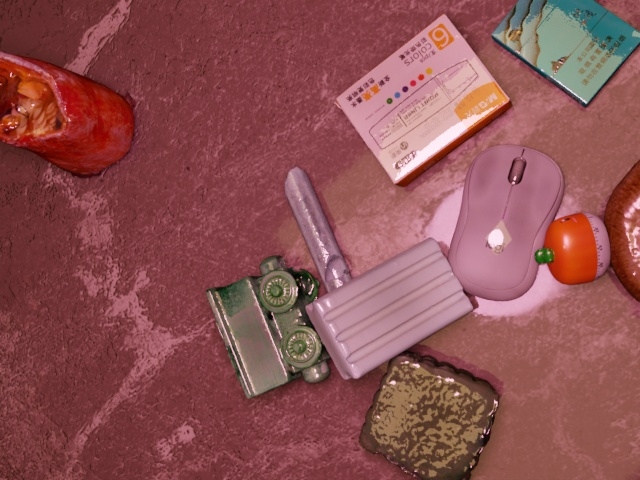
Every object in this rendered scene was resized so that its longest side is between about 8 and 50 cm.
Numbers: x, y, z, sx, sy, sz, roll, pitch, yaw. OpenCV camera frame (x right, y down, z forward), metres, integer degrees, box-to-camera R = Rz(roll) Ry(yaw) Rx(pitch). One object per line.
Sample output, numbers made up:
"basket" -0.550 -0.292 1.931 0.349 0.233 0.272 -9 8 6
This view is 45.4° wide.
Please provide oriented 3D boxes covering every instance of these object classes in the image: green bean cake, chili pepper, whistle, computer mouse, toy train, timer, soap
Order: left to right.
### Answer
"chili pepper" -0.555 -0.250 1.586 0.251 0.305 0.229 31 98 13
"toy train" -0.084 0.168 1.510 0.202 0.145 0.266 -25 80 17
"whistle" 0.000 0.000 1.537 0.062 0.062 0.312 -26 80 13
"soap" 0.127 0.125 1.413 0.265 0.087 0.159 -28 85 -17
"green bean cake" 0.205 0.336 1.430 0.227 0.125 0.222 24 92 14
"computer mouse" 0.335 -0.035 1.413 0.184 0.121 0.296 20 94 18
"timer" 0.435 0.017 1.340 0.136 0.099 0.136 0 106 2

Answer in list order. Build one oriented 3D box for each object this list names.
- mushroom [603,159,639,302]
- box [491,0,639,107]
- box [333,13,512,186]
"mushroom" 0.656 -0.011 1.283 0.345 0.239 0.345 0 93 -4
"box" 0.459 -0.380 1.432 0.226 0.042 0.161 42 97 13
"box" 0.198 -0.267 1.476 0.274 0.091 0.220 -38 79 12
